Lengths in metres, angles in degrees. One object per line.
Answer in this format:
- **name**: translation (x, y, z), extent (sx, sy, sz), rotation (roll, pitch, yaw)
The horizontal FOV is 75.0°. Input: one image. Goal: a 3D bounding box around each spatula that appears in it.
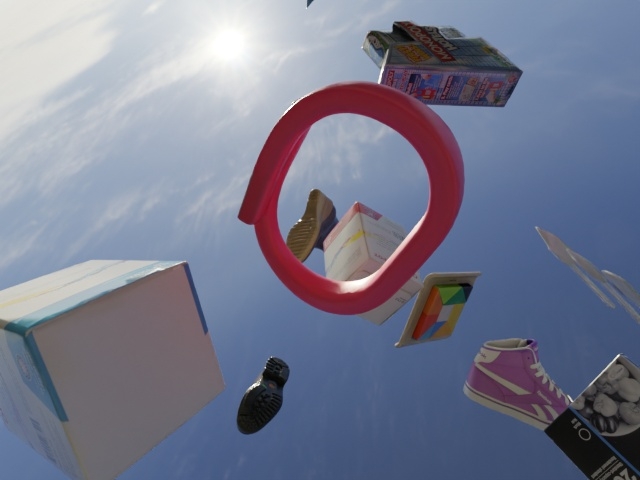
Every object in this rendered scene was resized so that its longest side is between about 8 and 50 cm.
- **spatula**: translation (0.428, 0.071, 0.612), extent (0.019, 0.242, 0.168), rotation (-52, -154, 9)

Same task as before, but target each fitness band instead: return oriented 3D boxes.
- **fitness band**: translation (0.023, -0.032, 0.461), extent (0.209, 0.291, 0.054), rotation (34, -138, 2)

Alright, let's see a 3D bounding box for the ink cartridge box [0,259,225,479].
- **ink cartridge box**: translation (-0.310, 0.149, 0.567), extent (0.269, 0.198, 0.197), rotation (-1, -162, 37)

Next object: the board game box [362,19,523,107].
- **board game box**: translation (0.148, -0.262, 0.606), extent (0.194, 0.060, 0.194), rotation (-13, -126, -20)

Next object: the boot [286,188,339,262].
- **boot**: translation (0.000, 0.000, 1.196), extent (0.090, 0.207, 0.249), rotation (2, -122, 29)

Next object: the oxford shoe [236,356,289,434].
- **oxford shoe**: translation (-0.134, 0.365, 0.940), extent (0.096, 0.082, 0.227), rotation (-57, 176, 19)

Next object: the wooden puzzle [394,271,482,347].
- **wooden puzzle**: translation (0.321, 0.187, 1.108), extent (0.044, 0.220, 0.239), rotation (43, -60, 44)

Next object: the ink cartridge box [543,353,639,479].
- **ink cartridge box**: translation (0.522, 0.336, 0.687), extent (0.208, 0.045, 0.206), rotation (48, -61, 41)

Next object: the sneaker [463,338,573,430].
- **sneaker**: translation (0.460, 0.297, 0.863), extent (0.281, 0.102, 0.161), rotation (18, -82, 6)

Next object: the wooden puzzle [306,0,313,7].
- **wooden puzzle**: translation (-0.033, -0.494, 0.752), extent (0.078, 0.116, 0.014), rotation (-36, -151, 9)

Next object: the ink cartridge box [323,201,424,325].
- **ink cartridge box**: translation (0.092, 0.043, 0.794), extent (0.127, 0.128, 0.176), rotation (-50, -155, 29)
